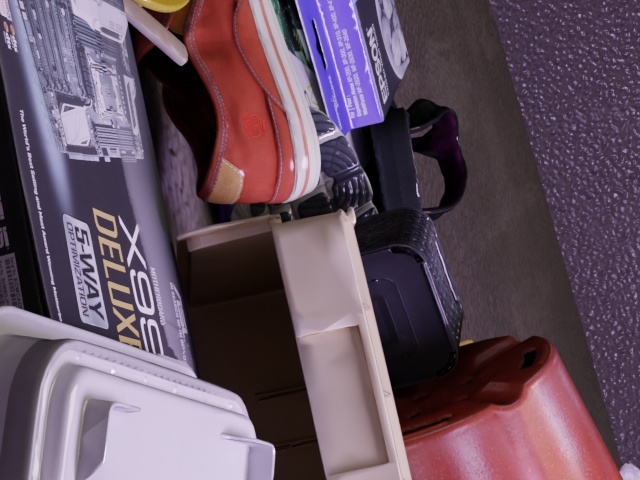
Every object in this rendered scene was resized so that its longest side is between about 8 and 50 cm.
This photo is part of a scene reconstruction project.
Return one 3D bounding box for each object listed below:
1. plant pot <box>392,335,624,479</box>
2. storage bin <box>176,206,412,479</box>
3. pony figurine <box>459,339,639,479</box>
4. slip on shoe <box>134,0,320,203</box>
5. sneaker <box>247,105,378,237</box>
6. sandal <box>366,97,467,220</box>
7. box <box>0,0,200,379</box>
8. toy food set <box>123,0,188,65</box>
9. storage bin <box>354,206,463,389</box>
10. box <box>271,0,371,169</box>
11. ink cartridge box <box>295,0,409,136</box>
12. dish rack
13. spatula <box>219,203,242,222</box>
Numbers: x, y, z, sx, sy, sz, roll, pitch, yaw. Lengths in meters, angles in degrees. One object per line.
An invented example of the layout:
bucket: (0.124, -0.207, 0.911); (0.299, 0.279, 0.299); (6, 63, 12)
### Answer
plant pot: (0.142, 0.236, 1.592); (0.272, 0.272, 0.265); (-59, 127, -71)
storage bin: (-0.016, 0.131, 1.363); (0.260, 0.123, 0.262); (106, -28, -78)
pony figurine: (0.186, 0.288, 1.938); (0.351, 0.303, 0.363); (68, -2, -58)
slip on shoe: (-0.103, -0.174, 1.559); (0.331, 0.101, 0.123); (68, -24, 17)
sneaker: (0.000, 0.000, 1.709); (0.110, 0.107, 0.275); (-113, -176, -59)
sandal: (0.112, -0.081, 2.179); (0.446, 0.107, 0.167); (-87, 168, -82)
box: (-0.173, -0.050, 1.206); (0.242, 0.077, 0.307); (29, 47, -71)
toy food set: (-0.163, -0.210, 1.464); (0.128, 0.071, 0.218); (36, 31, -29)
storage bin: (0.017, 0.059, 1.612); (0.084, 0.180, 0.122); (-74, 146, -66)
box: (-0.031, -0.147, 1.904); (0.322, 0.058, 0.232); (-58, 131, -74)
ink cartridge box: (0.029, -0.225, 1.942); (0.208, 0.045, 0.206); (-66, 144, -58)
dish rack: (-0.106, 0.194, 1.062); (0.333, 0.072, 0.285); (31, 64, -69)
spatula: (-0.048, 0.021, 1.714); (0.084, 0.030, 0.296); (-72, 144, -64)
